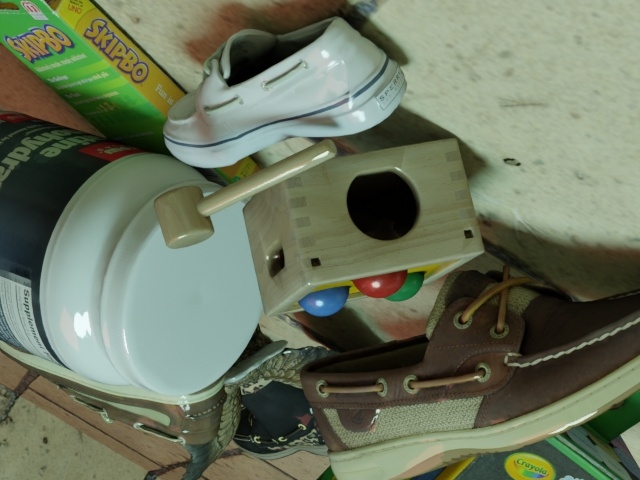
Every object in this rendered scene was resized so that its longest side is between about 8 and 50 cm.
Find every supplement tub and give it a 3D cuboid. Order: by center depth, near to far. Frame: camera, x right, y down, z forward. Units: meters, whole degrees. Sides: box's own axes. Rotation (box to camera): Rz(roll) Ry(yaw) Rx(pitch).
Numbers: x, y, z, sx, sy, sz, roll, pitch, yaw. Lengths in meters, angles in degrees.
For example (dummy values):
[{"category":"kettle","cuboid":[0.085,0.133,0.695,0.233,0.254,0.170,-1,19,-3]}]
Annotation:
[{"category":"supplement tub","cuboid":[-0.196,0.008,1.252,0.272,0.191,0.191,17,158,35]}]

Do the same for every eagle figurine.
[{"category":"eagle figurine","cuboid":[-0.074,0.122,1.507,0.226,0.225,0.298,3,139,34]}]

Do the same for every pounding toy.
[{"category":"pounding toy","cuboid":[-0.003,-0.001,1.017,0.206,0.094,0.181,-10,171,-17]}]

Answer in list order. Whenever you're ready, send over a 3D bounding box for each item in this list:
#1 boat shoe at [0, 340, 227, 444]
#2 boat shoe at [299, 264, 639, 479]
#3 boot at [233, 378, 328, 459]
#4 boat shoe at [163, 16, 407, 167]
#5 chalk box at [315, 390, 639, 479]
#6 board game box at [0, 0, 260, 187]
[{"category":"boat shoe","cuboid":[-0.194,0.120,1.348,0.257,0.095,0.095,17,126,35]},{"category":"boat shoe","cuboid":[0.122,0.079,1.100,0.342,0.123,0.123,-25,93,39]},{"category":"boot","cuboid":[-0.076,0.185,1.832,0.178,0.085,0.236,41,152,-27]},{"category":"boat shoe","cuboid":[-0.039,-0.108,1.015,0.226,0.083,0.076,-10,127,46]},{"category":"chalk box","cuboid":[0.157,0.199,1.284,0.180,0.289,0.179,39,-167,-21]},{"category":"board game box","cuboid":[-0.169,-0.125,1.212,0.124,0.039,0.259,10,156,46]}]
